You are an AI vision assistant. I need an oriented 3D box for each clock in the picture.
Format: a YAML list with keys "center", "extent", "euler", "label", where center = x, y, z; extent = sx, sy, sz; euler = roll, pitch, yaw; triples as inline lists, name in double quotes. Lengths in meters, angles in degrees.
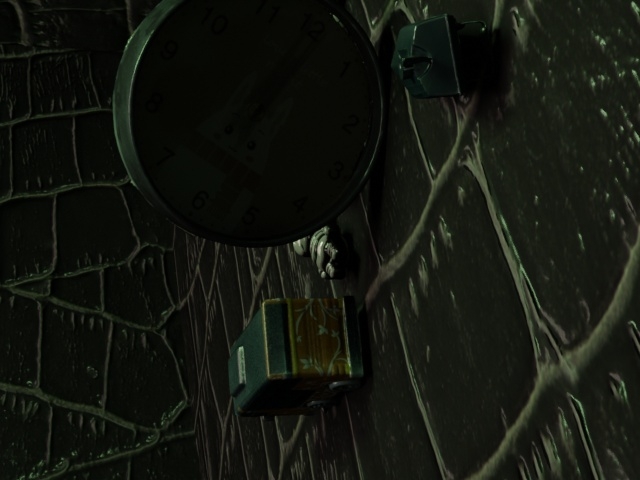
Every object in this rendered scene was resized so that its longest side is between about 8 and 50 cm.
- center: [-0.089, -0.176, 1.459]
  extent: [0.076, 0.386, 0.386]
  euler: [-153, 65, -66]
  label: "clock"

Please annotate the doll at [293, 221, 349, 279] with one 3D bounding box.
- center: [0.000, 0.000, 1.695]
  extent: [0.219, 0.067, 0.091]
  euler: [-124, 34, -65]
  label: "doll"

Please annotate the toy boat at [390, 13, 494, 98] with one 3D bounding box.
- center: [0.132, -0.212, 1.239]
  extent: [0.246, 0.103, 0.093]
  euler: [-109, 8, -82]
  label: "toy boat"

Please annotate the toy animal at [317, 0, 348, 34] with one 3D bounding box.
- center: [-0.098, -0.413, 1.736]
  extent: [0.196, 0.241, 0.367]
  euler: [128, 140, -61]
  label: "toy animal"

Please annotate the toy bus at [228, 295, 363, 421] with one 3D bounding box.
- center: [-0.044, 0.188, 1.658]
  extent: [0.275, 0.167, 0.138]
  euler: [125, 142, -64]
  label: "toy bus"

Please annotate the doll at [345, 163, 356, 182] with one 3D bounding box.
- center: [0.011, -0.146, 1.656]
  extent: [0.142, 0.076, 0.245]
  euler: [107, 162, -44]
  label: "doll"
